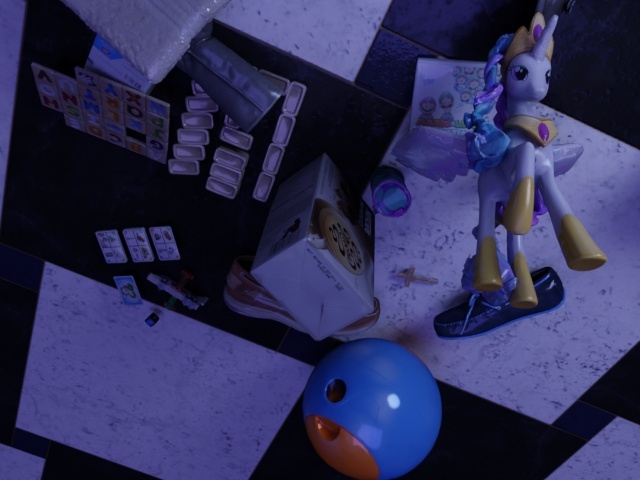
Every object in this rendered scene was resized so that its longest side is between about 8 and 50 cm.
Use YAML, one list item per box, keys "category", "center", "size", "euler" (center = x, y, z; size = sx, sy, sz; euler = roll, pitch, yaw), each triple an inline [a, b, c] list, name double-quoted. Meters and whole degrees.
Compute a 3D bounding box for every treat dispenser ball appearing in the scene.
- category: "treat dispenser ball"
  center: [0.106, 0.347, 1.274]
  size: [0.288, 0.288, 0.288]
  euler: [4, 125, 6]

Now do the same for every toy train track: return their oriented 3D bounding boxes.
- category: "toy train track"
  center: [0.196, 0.074, 1.238]
  size: [0.083, 0.014, 0.048]
  euler: [12, 118, -6]

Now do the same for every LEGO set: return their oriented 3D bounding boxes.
- category: "LEGO set"
  center: [-0.356, 0.075, 1.318]
  size: [0.182, 0.060, 0.244]
  euler: [-4, 117, 18]

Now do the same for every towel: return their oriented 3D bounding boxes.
- category: "towel"
  center: [-0.281, -0.381, 0.895]
  size: [0.282, 0.049, 0.187]
  euler: [43, 97, 5]

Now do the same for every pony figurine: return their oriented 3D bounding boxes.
- category: "pony figurine"
  center: [0.277, -0.095, 0.903]
  size: [0.302, 0.363, 0.351]
  euler: [5, 158, -4]

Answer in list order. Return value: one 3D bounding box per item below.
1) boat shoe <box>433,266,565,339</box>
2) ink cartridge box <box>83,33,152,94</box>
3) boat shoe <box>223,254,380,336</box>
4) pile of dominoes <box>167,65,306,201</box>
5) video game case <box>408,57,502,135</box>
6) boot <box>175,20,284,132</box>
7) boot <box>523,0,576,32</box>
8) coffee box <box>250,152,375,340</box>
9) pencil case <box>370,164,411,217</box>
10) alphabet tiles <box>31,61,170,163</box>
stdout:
- category: "boat shoe"
  center: [0.339, 0.114, 1.204]
  size: [0.258, 0.109, 0.089]
  euler: [-22, 112, 4]
- category: "ink cartridge box"
  center: [-0.328, -0.282, 1.020]
  size: [0.104, 0.060, 0.180]
  euler: [38, 151, -17]
- category: "boat shoe"
  center: [-0.036, 0.105, 1.233]
  size: [0.324, 0.123, 0.116]
  euler: [10, 123, 0]
- category: "pile of dominoes"
  center: [-0.153, -0.200, 1.103]
  size: [0.196, 0.040, 0.251]
  euler: [21, 117, -4]
- category: "video game case"
  center: [0.231, -0.227, 1.019]
  size: [0.157, 0.019, 0.143]
  euler: [6, 125, 6]
- category: "boot"
  center: [-0.147, -0.298, 0.986]
  size: [0.208, 0.076, 0.189]
  euler: [41, 131, -6]
- category: "boot"
  center: [0.424, -0.367, 0.848]
  size: [0.229, 0.091, 0.263]
  euler: [14, 123, 0]
- category: "coffee box"
  center: [0.000, 0.000, 1.043]
  size: [0.119, 0.297, 0.168]
  euler: [-32, 114, 23]
- category: "pencil case"
  center: [0.118, -0.085, 1.054]
  size: [0.064, 0.152, 0.070]
  euler: [-17, 106, 9]
- category: "alphabet tiles"
  center: [-0.377, -0.225, 1.065]
  size: [0.237, 0.009, 0.198]
  euler: [21, 155, -6]
